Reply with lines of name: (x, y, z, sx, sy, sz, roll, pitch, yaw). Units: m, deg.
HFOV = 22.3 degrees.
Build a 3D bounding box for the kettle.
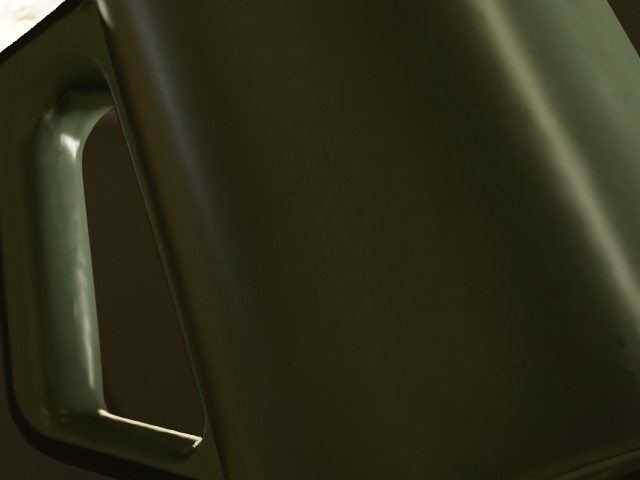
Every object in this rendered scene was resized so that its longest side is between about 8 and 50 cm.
kettle: (0.000, 0.000, 0.763, 0.361, 0.250, 0.377, -32, -118, 24)
